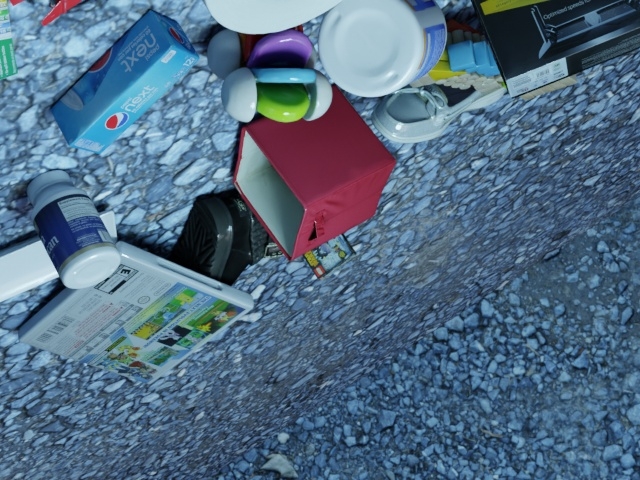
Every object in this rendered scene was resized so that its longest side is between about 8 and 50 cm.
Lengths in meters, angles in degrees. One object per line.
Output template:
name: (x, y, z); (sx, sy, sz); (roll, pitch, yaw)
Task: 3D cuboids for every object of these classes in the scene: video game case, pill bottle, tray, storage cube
video game case: (-0.340, 0.142, 2.038); (0.300, 0.036, 0.329); (26, 131, -36)
pill bottle: (0.103, -0.302, 1.637); (0.152, 0.152, 0.272); (-41, 180, 22)
tray: (-0.467, 0.027, 1.831); (0.270, 0.030, 0.145); (-24, 158, -19)
pill bottle: (-0.376, -0.020, 1.658); (0.094, 0.169, 0.094); (-27, 157, -12)
storage cube: (-0.013, -0.114, 1.896); (0.193, 0.215, 0.184); (-29, 159, -24)

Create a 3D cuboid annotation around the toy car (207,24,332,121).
toy car: (-0.063, -0.255, 1.561); (0.159, 0.182, 0.136); (-3, 143, -25)

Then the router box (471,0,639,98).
router box: (0.392, -0.390, 1.704); (0.309, 0.243, 0.081); (-21, 161, 10)

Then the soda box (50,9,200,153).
soda box: (-0.269, -0.213, 1.512); (0.210, 0.071, 0.067); (-39, 157, 19)

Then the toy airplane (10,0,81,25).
toy airplane: (-0.303, -0.301, 1.290); (0.151, 0.028, 0.151); (-44, 179, -1)

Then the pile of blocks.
pile of blocks: (0.287, -0.330, 1.901); (0.362, 0.113, 0.149); (0, 165, -32)

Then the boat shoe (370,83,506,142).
boat shoe: (0.226, -0.274, 2.006); (0.320, 0.118, 0.103); (-24, 152, -29)

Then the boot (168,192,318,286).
boot: (-0.135, 0.017, 2.121); (0.260, 0.131, 0.348); (-17, 154, -33)

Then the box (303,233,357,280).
box: (0.000, 0.000, 2.256); (0.094, 0.137, 0.027); (-37, 163, 12)

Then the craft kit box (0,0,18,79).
craft kit box: (-0.469, -0.237, 1.218); (0.246, 0.061, 0.250); (-21, 156, -19)

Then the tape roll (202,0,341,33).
tape roll: (-0.040, -0.393, 1.392); (0.286, 0.100, 0.286); (-27, 158, -12)
